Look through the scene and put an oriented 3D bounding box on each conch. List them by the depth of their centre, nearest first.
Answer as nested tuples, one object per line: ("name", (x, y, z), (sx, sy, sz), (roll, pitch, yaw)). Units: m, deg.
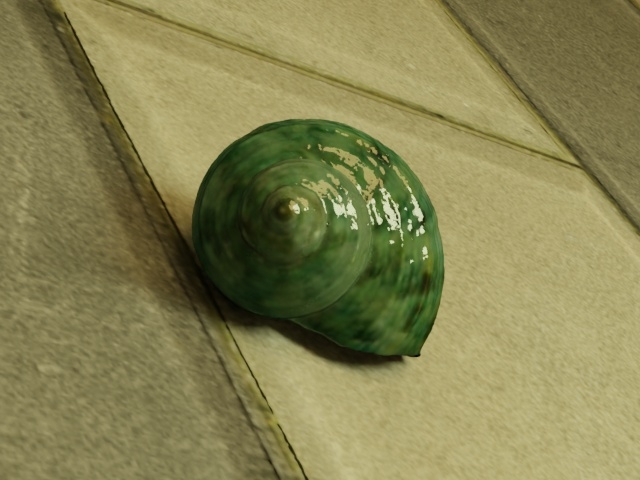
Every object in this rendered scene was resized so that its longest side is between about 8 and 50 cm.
("conch", (0.004, -0.001, 1.090), (0.188, 0.122, 0.176), (-3, 66, -50))
